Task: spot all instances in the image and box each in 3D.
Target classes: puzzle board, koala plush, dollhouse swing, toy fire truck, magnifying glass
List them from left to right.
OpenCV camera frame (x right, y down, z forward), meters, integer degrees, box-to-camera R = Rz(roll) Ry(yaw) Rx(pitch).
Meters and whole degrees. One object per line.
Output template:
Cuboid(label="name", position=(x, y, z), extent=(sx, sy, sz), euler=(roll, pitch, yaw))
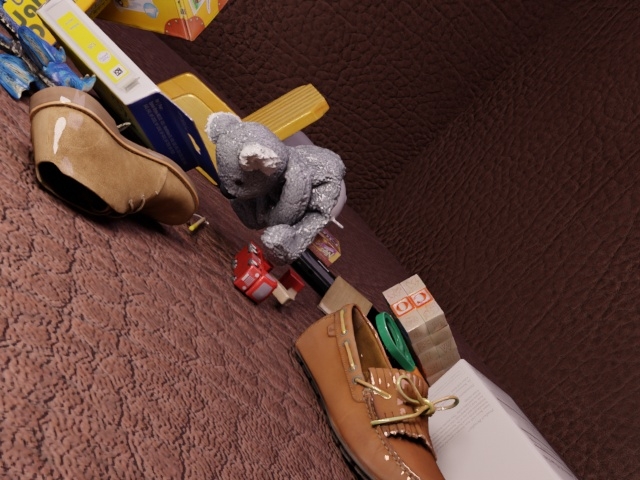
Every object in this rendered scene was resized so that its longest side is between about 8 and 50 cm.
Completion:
Cuboid(label="dollhouse swing", position=(-0.206, -0.331, 1.752), extent=(0.315, 0.305, 0.347), euler=(43, 9, -20))
Cuboid(label="koala plush", position=(-0.088, -0.114, 1.232), extent=(0.221, 0.203, 0.196), euler=(42, 3, -40))
Cuboid(label="toy fire truck", position=(-0.084, 0.068, 1.259), extent=(0.135, 0.047, 0.192), euler=(43, 8, -16))
Cuboid(label="puzzle board", position=(0.051, 0.135, 1.567), extent=(0.096, 0.011, 0.128), euler=(41, 34, -2))
Cuboid(label="magnifying glass", position=(0.180, 0.250, 1.587), extent=(0.231, 0.026, 0.092), euler=(60, 16, -14))

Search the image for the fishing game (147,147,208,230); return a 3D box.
Cuboid(label="fishing game", position=(-0.283, -0.120, 1.223), extent=(0.264, 0.041, 0.189), euler=(45, 5, -1))

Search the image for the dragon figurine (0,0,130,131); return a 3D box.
Cuboid(label="dragon figurine", position=(-0.398, -0.240, 1.061), extent=(0.289, 0.085, 0.144), euler=(48, 8, 22))

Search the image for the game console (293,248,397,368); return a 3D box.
Cuboid(label="game console", position=(0.050, 0.128, 1.686), extent=(0.361, 0.044, 0.213), euler=(47, 8, -4))

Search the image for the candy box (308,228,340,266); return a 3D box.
Cuboid(label="candy box", position=(0.000, 0.000, 2.057), extent=(0.109, 0.053, 0.186), euler=(45, 9, -8))

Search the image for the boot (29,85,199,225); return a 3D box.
Cuboid(label="boot", position=(-0.259, -0.067, 0.973), extent=(0.305, 0.112, 0.115), euler=(41, 38, -58))

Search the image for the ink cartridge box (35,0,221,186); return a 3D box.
Cuboid(label="ink cartridge box", position=(-0.303, -0.220, 1.263), extent=(0.307, 0.072, 0.303), euler=(48, -9, 14))

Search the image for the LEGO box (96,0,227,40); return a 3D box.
Cuboid(label="LEGO box", position=(-0.442, -0.723, 1.647), extent=(0.373, 0.193, 0.500), euler=(17, -34, 18))

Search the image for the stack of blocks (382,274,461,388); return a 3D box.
Cuboid(label="stack of blocks", position=(0.228, 0.213, 1.669), extent=(0.171, 0.087, 0.297), euler=(58, -4, 48))

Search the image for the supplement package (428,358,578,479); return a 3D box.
Cuboid(label="supplement package", position=(0.257, 0.353, 1.095), extent=(0.175, 0.177, 0.293), euler=(40, 10, -39))

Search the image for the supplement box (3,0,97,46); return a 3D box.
Cuboid(label="supplement box", position=(-0.511, -0.509, 1.460), extent=(0.195, 0.194, 0.356), euler=(43, 8, -19))

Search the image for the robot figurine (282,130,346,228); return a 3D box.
Cuboid(label="robot figurine", position=(-0.066, -0.152, 1.936), extent=(0.300, 0.199, 0.353), euler=(7, 33, -39))

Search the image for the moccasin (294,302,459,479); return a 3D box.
Cuboid(label="moccasin", position=(0.092, 0.221, 1.022), extent=(0.139, 0.147, 0.380), euler=(41, 9, -32))
